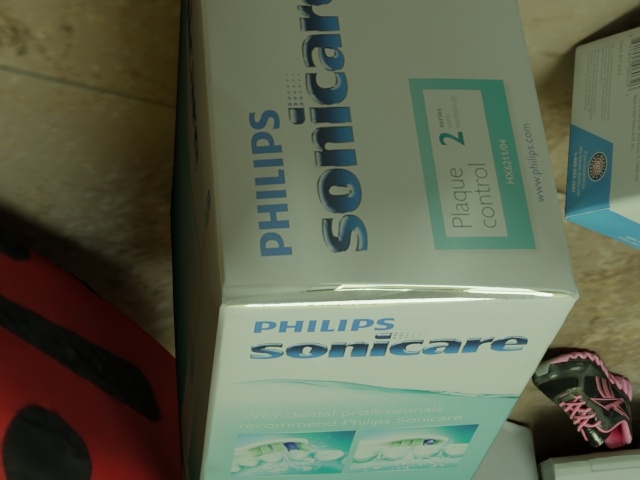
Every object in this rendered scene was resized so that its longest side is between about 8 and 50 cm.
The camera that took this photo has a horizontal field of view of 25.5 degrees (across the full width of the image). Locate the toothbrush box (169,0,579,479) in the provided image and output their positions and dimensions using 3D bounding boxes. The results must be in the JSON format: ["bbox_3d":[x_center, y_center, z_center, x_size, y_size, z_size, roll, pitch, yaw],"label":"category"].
[{"bbox_3d":[0.000,0.000,0.626,0.126,0.216,0.295,-2,149,-8],"label":"toothbrush box"}]

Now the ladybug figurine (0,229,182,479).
[{"bbox_3d":[-0.181,0.108,0.733,0.162,0.305,0.449,-38,140,13],"label":"ladybug figurine"}]

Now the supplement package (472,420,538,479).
[{"bbox_3d":[0.038,0.229,1.102,0.194,0.149,0.203,19,144,-36],"label":"supplement package"}]

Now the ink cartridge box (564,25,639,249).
[{"bbox_3d":[0.198,-0.052,0.653,0.090,0.092,0.143,20,160,-37],"label":"ink cartridge box"}]

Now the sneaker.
[{"bbox_3d":[0.195,0.119,1.028,0.047,0.057,0.119,-24,145,34],"label":"sneaker"}]

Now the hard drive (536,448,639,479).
[{"bbox_3d":[0.327,0.184,1.130,0.307,0.040,0.203,-6,168,0],"label":"hard drive"}]
